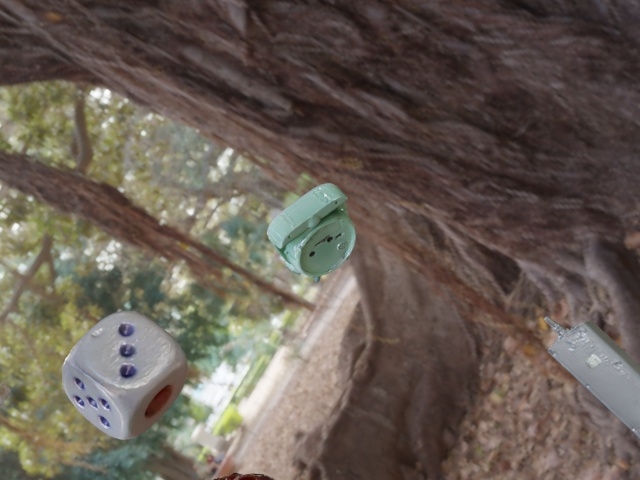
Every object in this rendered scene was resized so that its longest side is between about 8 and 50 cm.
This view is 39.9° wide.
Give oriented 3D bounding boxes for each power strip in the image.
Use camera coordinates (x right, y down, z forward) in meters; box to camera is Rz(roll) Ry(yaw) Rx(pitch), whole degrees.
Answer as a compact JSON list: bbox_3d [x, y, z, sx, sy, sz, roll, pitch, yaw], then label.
[{"bbox_3d":[0.353,0.175,1.018,0.060,0.252,0.027,-50,-7,33],"label":"power strip"}]

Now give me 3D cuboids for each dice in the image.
[{"bbox_3d":[-0.399,0.277,1.813,0.193,0.191,0.194,-42,-22,-37],"label":"dice"}]

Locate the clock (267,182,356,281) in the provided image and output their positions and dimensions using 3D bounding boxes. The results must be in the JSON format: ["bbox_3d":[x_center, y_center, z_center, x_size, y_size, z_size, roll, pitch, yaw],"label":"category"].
[{"bbox_3d":[0.000,0.000,1.658,0.159,0.066,0.211,-37,-39,-8],"label":"clock"}]

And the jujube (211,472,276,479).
[{"bbox_3d":[-0.223,0.641,1.832,0.376,0.277,0.276,-17,8,8],"label":"jujube"}]

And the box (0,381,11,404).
[{"bbox_3d":[-0.920,0.307,2.038,0.204,0.365,0.051,-42,18,26],"label":"box"}]
